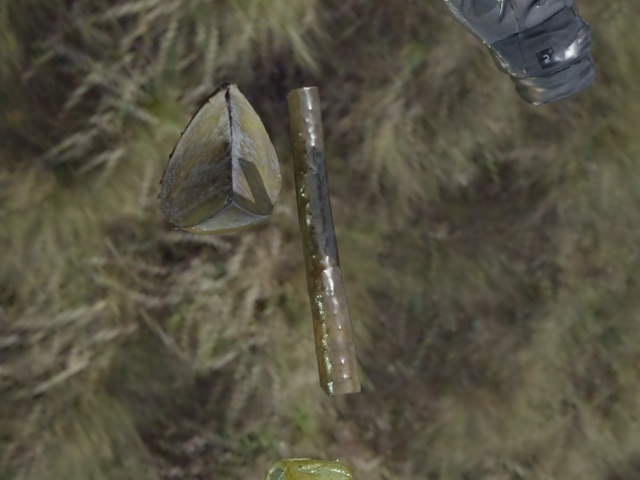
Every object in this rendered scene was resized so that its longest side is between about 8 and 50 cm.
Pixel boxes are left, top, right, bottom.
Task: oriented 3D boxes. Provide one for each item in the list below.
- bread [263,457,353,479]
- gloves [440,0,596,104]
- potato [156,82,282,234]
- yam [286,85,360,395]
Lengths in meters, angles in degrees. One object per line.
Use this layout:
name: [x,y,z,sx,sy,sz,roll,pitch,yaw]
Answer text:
bread: [-0.006,0.231,1.194,0.064,0.156,0.117,1,135,-12]
gloves: [0.154,-0.227,1.422,0.142,0.119,0.285,-28,138,0]
potato: [-0.111,-0.058,1.915,0.120,0.261,0.100,-37,120,22]
yam: [0.000,0.000,1.748,0.045,0.327,0.045,-10,173,21]
